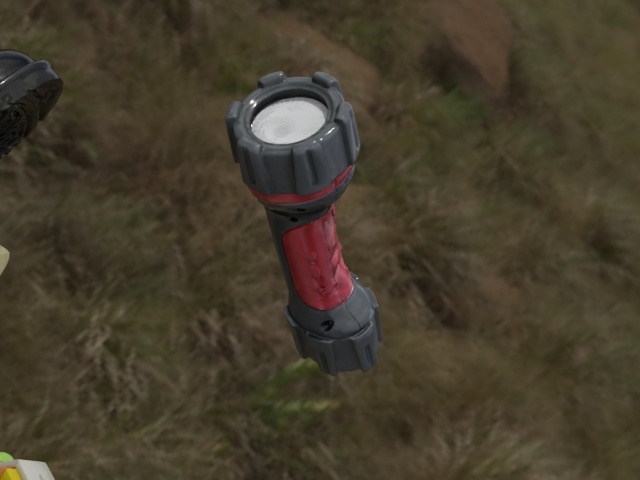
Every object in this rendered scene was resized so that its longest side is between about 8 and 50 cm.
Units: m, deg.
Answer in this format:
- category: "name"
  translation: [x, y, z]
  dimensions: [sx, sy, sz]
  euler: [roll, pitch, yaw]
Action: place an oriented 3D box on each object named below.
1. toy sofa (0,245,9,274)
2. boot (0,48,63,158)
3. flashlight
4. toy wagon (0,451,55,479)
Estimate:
- category: "toy sofa"
  translation: [-0.398, -0.023, 0.851]
  dimensions: [0.362, 0.177, 0.150]
  euler: [40, 63, -29]
- category: "boot"
  translation: [-0.445, -0.151, 1.256]
  dimensions: [0.260, 0.348, 0.131]
  euler: [58, -11, 3]
- category: "flashlight"
  translation: [0.000, 0.000, 1.137]
  dimensions: [0.304, 0.103, 0.103]
  euler: [75, 18, -46]
- category: "toy wagon"
  translation: [-0.389, 0.426, 1.576]
  dimensions: [0.068, 0.344, 0.267]
  euler: [17, 22, -41]
